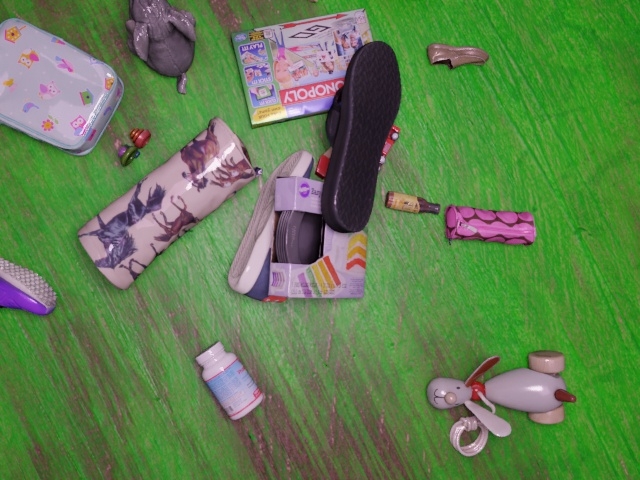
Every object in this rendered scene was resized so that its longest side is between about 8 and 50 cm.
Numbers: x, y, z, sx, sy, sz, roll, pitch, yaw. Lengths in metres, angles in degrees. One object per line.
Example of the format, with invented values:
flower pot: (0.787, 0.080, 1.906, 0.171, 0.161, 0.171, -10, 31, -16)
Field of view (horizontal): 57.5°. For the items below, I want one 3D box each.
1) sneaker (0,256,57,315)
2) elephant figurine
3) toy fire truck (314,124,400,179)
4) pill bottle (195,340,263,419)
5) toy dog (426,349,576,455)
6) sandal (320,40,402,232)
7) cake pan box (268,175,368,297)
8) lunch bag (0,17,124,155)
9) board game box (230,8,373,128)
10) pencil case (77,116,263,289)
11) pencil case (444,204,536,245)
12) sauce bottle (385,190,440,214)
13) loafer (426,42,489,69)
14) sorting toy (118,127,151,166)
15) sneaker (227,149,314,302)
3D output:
sneaker: (-0.707, 0.109, 1.231, 0.293, 0.102, 0.146, 28, 90, 0)
elephant figurine: (-0.343, -0.447, 1.210, 0.185, 0.239, 0.170, 25, 85, -5)
toy fire truck: (0.085, -0.207, 1.347, 0.135, 0.047, 0.192, 30, 85, -3)
pill bottle: (-0.203, 0.304, 1.279, 0.087, 0.087, 0.160, -34, 93, -6)
toy dog: (0.427, 0.351, 1.308, 0.333, 0.161, 0.220, -24, 91, -6)
sandal: (0.065, -0.233, 1.245, 0.167, 0.106, 0.446, 33, 66, -44)
cake pan box: (0.000, 0.000, 1.246, 0.266, 0.070, 0.246, 9, 83, -49)
lunch bag: (-0.587, -0.320, 1.247, 0.279, 0.108, 0.224, 27, 89, -4)
board game box: (-0.027, -0.395, 1.342, 0.316, 0.046, 0.214, -14, 89, -7)
pencil case: (-0.322, -0.076, 1.236, 0.410, 0.183, 0.160, -41, 88, -4)
pencil case: (0.394, -0.032, 1.349, 0.209, 0.098, 0.095, 3, 88, -7)
sauce bottle: (0.215, -0.085, 1.359, 0.128, 0.042, 0.042, 10, 87, -4)
loafer: (0.322, -0.429, 1.378, 0.147, 0.056, 0.050, 8, 88, 4)
sorting toy: (-0.419, -0.210, 1.286, 0.042, 0.061, 0.102, 35, 62, -4)
sneaker: (-0.073, -0.026, 1.298, 0.148, 0.131, 0.350, 29, 79, -26)
